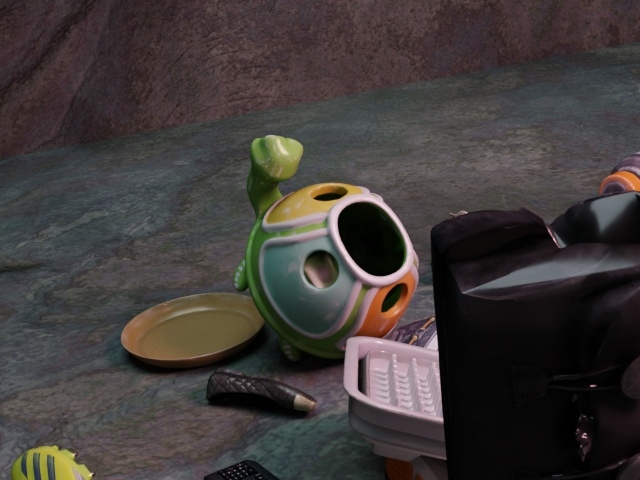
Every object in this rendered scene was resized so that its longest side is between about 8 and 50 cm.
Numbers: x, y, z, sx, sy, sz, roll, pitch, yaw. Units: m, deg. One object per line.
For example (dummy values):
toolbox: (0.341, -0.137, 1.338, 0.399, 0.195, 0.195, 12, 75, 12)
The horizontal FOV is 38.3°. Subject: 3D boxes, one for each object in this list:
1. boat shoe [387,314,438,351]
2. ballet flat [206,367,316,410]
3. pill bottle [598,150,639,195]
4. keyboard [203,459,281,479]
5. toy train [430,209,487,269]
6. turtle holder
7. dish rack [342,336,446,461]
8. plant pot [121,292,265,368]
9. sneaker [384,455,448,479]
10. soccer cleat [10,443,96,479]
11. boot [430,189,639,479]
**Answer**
boat shoe: (0.162, 0.134, 1.359, 0.083, 0.065, 0.183, 11, 29, 30)
ballet flat: (-0.081, 0.216, 1.279, 0.173, 0.049, 0.057, 7, -17, 30)
pill bottle: (0.642, -0.115, 1.759, 0.246, 0.130, 0.130, -21, 25, -31)
keyboard: (-0.070, 0.298, 1.053, 0.100, 0.038, 0.192, -21, 24, -32)
toy train: (0.248, 0.021, 1.599, 0.143, 0.105, 0.248, -30, 28, -19)
turtle holder: (0.018, 0.005, 1.365, 0.244, 0.320, 0.227, 0, -21, -26)
dish rack: (0.183, 0.197, 1.028, 0.333, 0.072, 0.285, 13, 9, 1)
plant pot: (-0.202, 0.148, 1.493, 0.237, 0.032, 0.236, -6, 21, 2)
sneaker: (0.165, 0.289, 0.948, 0.121, 0.099, 0.262, -6, 23, -28)
soccer cleat: (-0.290, 0.311, 1.020, 0.121, 0.093, 0.289, -31, 30, -33)
boot: (0.265, 0.168, 0.708, 0.367, 0.444, 0.146, -14, 22, -17)
